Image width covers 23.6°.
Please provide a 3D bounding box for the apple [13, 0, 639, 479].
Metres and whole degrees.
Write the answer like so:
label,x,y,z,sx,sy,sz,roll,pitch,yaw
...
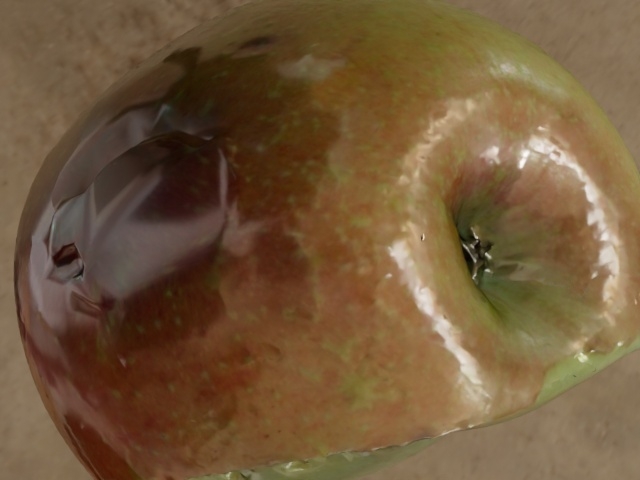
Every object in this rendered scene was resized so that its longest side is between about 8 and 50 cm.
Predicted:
label,x,y,z,sx,sy,sz,roll,pitch,yaw
apple,0.000,0.000,0.532,0.173,0.207,0.188,52,138,-7
